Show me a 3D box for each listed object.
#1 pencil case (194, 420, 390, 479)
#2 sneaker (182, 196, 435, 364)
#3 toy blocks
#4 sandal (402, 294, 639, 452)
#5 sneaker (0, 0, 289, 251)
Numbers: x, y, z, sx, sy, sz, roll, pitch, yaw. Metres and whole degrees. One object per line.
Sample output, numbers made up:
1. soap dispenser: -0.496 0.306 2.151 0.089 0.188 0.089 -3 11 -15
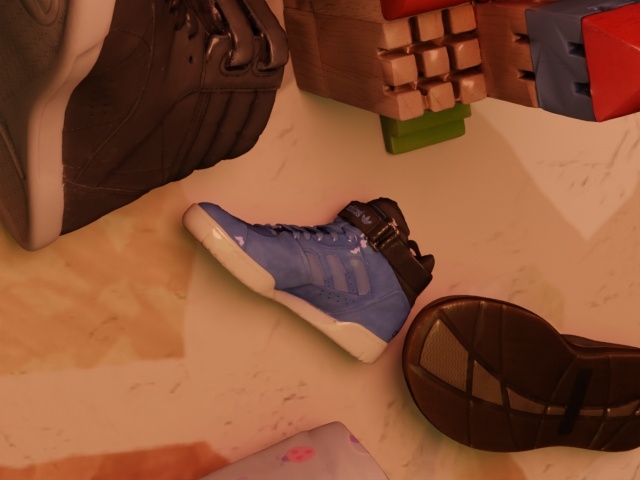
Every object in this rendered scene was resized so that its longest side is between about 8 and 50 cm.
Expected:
1. pencil case: -0.079 0.199 0.808 0.273 0.113 0.124 -20 119 -17
2. sneaker: 0.000 0.000 0.823 0.152 0.058 0.085 35 93 -28
3. toy blocks: 0.053 -0.206 0.691 0.190 0.261 0.382 -16 106 -18
4. sandal: 0.127 0.078 0.898 0.219 0.060 0.090 10 104 -38
5. sneaker: -0.083 -0.114 0.683 0.146 0.296 0.105 -26 68 -25
